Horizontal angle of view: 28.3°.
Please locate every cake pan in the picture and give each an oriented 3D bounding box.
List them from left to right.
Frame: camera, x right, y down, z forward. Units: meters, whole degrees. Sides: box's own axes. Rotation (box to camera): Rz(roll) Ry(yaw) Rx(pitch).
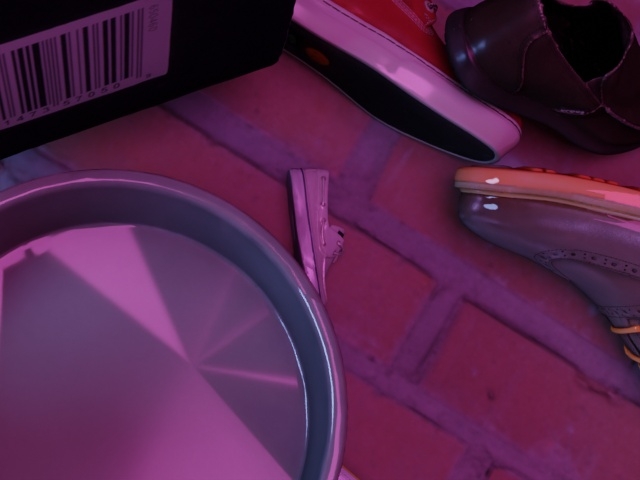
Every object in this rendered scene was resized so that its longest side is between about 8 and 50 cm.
[{"bbox_3d":[-0.131,0.103,0.763,0.293,0.054,0.293,1,76,-3],"label":"cake pan"}]

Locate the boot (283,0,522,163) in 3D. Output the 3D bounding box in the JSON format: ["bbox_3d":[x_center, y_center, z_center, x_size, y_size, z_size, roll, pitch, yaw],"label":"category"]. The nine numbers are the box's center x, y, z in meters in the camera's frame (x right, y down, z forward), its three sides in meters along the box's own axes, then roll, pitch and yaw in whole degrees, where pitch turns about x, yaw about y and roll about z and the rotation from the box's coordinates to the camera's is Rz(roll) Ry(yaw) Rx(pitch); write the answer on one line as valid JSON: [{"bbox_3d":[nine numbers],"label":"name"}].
[{"bbox_3d":[0.061,-0.177,0.849,0.244,0.088,0.176,35,76,-2],"label":"boot"}]

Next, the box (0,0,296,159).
[{"bbox_3d":[-0.217,-0.261,0.695,0.293,0.212,0.396,-22,76,-15],"label":"box"}]

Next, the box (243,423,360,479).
[{"bbox_3d":[-0.038,0.217,0.798,0.105,0.043,0.179,41,75,-5],"label":"box"}]

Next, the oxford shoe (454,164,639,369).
[{"bbox_3d":[0.244,0.053,0.839,0.363,0.130,0.133,23,91,-3],"label":"oxford shoe"}]

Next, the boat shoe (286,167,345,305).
[{"bbox_3d":[0.000,0.000,0.838,0.035,0.035,0.100,-5,77,-10],"label":"boat shoe"}]

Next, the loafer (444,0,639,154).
[{"bbox_3d":[0.178,-0.111,0.826,0.220,0.078,0.080,6,67,-43],"label":"loafer"}]
